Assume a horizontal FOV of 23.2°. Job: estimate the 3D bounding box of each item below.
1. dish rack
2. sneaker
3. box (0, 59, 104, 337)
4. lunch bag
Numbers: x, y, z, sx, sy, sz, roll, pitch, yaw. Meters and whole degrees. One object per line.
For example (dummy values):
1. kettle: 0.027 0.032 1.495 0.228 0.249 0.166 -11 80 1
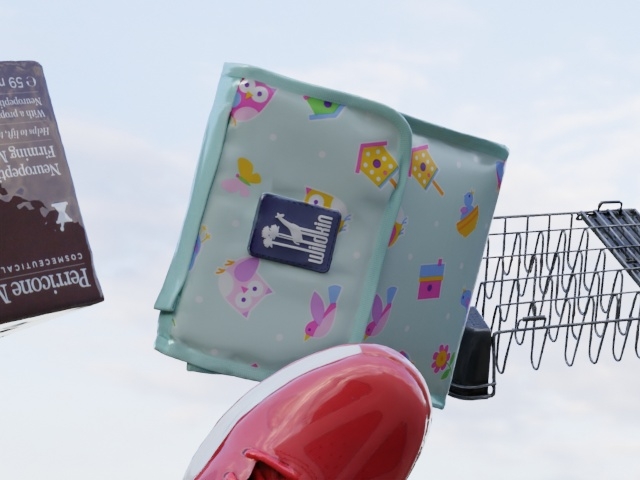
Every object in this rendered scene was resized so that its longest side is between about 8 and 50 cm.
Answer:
1. dish rack: 0.206 0.042 1.374 0.271 0.208 0.074 -5 -57 -15
2. sneaker: -0.036 0.133 0.600 0.087 0.221 0.128 45 0 -7
3. box: -0.303 -0.019 1.214 0.167 0.203 0.168 -19 -4 39
4. lunch bag: 0.000 0.000 1.154 0.160 0.223 0.262 15 0 41
